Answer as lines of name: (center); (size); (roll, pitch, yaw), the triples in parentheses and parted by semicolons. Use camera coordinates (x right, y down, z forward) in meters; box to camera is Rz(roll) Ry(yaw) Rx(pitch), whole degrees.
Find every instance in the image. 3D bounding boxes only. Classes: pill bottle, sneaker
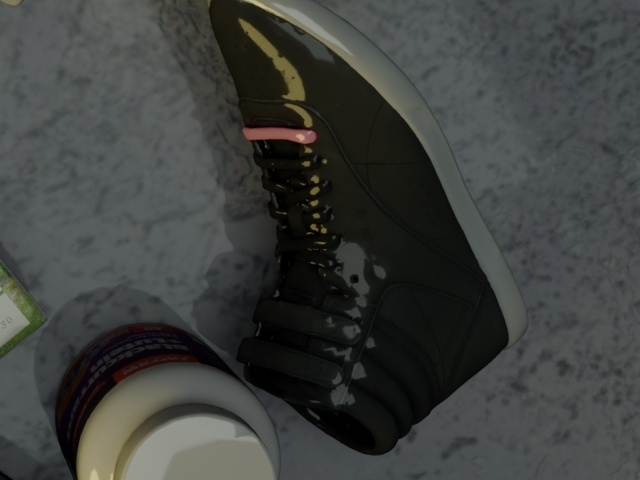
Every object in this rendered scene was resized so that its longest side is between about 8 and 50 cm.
pill bottle: (-0.082, 0.111, 0.998); (0.108, 0.193, 0.108); (-2, 98, -14)
sneaker: (0.000, 0.000, 1.007); (0.147, 0.105, 0.295); (-49, 125, -23)

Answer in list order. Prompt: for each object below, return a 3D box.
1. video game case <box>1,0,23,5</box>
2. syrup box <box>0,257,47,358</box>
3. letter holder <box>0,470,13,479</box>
video game case: (-0.215, -0.235, 0.926); (0.206, 0.227, 0.026); (26, 132, -15)
syrup box: (-0.258, -0.023, 0.989); (0.093, 0.096, 0.237); (-40, 102, -8)
letter holder: (-0.187, 0.266, 1.019); (0.302, 0.152, 0.214); (38, 90, -15)
